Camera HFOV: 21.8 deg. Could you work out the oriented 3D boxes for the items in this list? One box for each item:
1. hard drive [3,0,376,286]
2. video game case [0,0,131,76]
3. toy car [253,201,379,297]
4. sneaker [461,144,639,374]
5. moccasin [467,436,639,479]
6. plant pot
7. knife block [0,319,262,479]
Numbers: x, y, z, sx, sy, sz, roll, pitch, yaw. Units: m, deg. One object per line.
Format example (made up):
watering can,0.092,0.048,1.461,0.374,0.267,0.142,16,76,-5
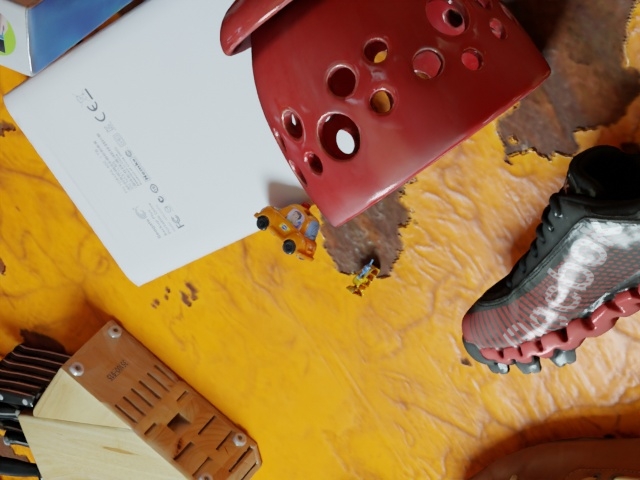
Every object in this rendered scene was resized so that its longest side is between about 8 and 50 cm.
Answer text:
hard drive,-0.108,-0.097,1.387,0.318,0.040,0.210,-24,105,42
video game case,-0.228,-0.239,1.209,0.244,0.269,0.061,23,133,20
toy car,0.000,0.000,1.367,0.040,0.122,0.060,-51,49,8
sneaker,0.196,0.006,1.215,0.276,0.097,0.135,-29,102,41
moccasin,0.230,0.243,1.322,0.380,0.147,0.139,-10,114,38
plant pot,0.040,-0.131,1.166,0.191,0.191,0.174,-31,94,43
knife block,-0.222,0.205,1.644,0.275,0.088,0.242,40,135,4
